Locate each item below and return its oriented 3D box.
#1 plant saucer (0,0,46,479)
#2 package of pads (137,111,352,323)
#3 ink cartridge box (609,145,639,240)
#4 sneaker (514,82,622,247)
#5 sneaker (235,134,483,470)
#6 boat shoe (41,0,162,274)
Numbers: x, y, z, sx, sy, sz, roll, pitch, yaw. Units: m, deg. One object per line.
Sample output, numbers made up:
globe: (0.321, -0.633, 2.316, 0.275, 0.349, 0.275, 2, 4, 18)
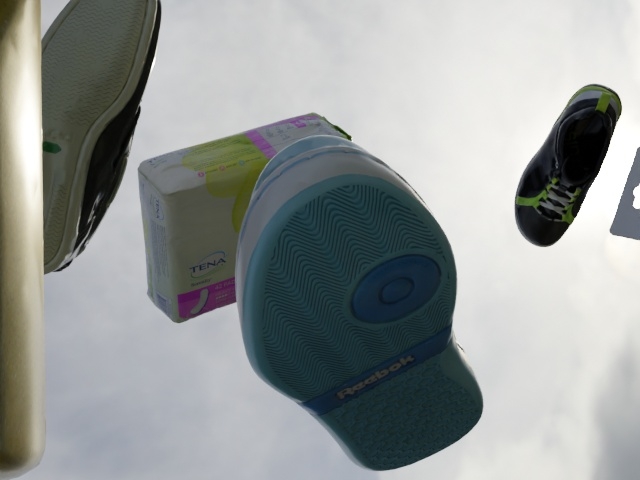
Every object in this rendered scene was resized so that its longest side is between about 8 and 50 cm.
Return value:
plant saucer: (-0.288, 0.013, 0.513, 0.332, 0.081, 0.333, -6, -71, -30)
package of pads: (-0.098, -0.037, 1.442, 0.296, 0.101, 0.229, -20, -49, -26)
ink cartridge box: (0.161, -0.020, 0.426, 0.028, 0.083, 0.048, 49, -121, -53)
sneaker: (0.293, -0.084, 1.283, 0.097, 0.084, 0.235, -59, -13, -58)
sneaker: (0.000, 0.000, 0.658, 0.127, 0.208, 0.319, -23, -35, -2)
boat shoe: (-0.176, -0.088, 0.788, 0.079, 0.084, 0.233, -3, -66, -78)
